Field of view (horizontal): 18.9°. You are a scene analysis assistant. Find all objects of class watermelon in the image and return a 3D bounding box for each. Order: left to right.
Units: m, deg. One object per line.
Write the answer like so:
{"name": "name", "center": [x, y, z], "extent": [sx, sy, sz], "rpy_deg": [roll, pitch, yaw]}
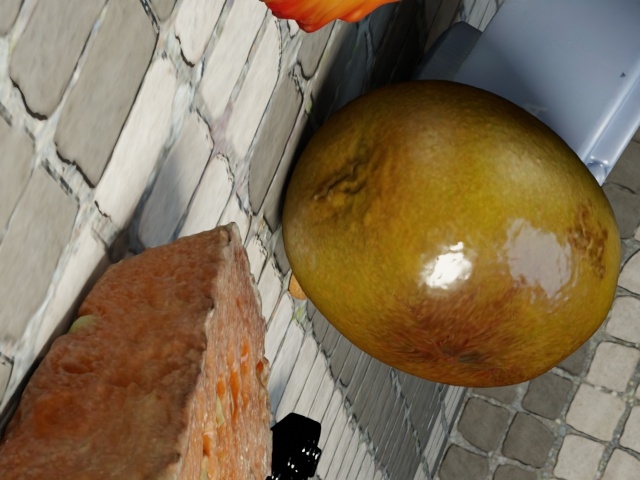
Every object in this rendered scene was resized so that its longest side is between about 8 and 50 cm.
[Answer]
{"name": "watermelon", "center": [-0.088, 0.116, 0.899], "extent": [0.193, 0.140, 0.256], "rpy_deg": [81, 21, -61]}

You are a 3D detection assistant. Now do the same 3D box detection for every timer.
{"name": "timer", "center": [-0.060, 0.207, 1.376], "extent": [0.187, 0.055, 0.144], "rpy_deg": [-26, 133, -70]}
{"name": "timer", "center": [0.158, -0.099, 1.528], "extent": [0.395, 0.173, 0.395], "rpy_deg": [-56, 173, -11]}

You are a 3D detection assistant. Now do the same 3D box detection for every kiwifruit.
{"name": "kiwifruit", "center": [0.091, 0.000, 1.254], "extent": [0.234, 0.196, 0.196], "rpy_deg": [30, 77, -37]}

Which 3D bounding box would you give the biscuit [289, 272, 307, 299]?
{"name": "biscuit", "center": [0.000, 0.000, 1.386], "extent": [0.078, 0.015, 0.091], "rpy_deg": [11, 99, -80]}

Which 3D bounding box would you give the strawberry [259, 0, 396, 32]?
{"name": "strawberry", "center": [0.052, -0.211, 0.857], "extent": [0.265, 0.149, 0.336], "rpy_deg": [-26, 178, 33]}
